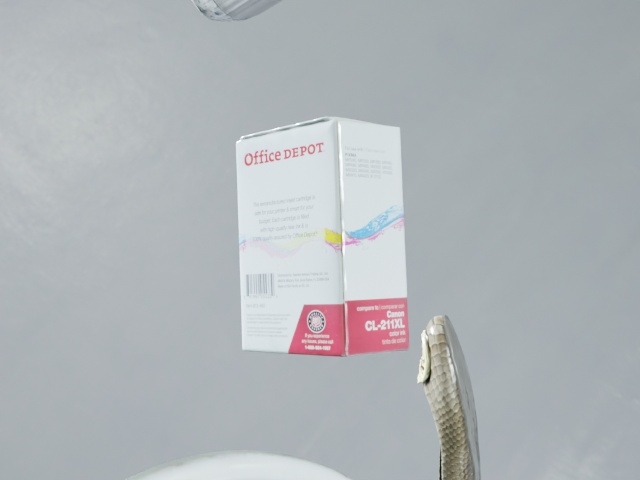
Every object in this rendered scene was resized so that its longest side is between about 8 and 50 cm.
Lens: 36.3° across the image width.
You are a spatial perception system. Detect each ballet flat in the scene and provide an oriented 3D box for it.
[{"bbox_3d":[0.109,0.185,0.846,0.058,0.250,0.084,-6,18,14],"label":"ballet flat"}]

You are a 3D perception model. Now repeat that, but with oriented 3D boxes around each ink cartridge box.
[{"bbox_3d":[0.000,0.000,0.766,0.127,0.072,0.175,-4,87,49],"label":"ink cartridge box"}]

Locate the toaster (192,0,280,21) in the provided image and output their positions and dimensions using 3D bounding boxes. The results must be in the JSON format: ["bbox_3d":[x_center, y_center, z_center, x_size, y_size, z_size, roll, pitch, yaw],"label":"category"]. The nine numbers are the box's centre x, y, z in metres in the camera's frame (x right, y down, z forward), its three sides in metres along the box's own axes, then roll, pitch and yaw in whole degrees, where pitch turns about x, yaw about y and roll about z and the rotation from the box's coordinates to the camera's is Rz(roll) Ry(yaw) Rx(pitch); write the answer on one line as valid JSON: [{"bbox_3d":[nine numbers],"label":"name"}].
[{"bbox_3d":[-0.057,-0.295,0.944,0.146,0.129,0.227,-31,10,19],"label":"toaster"}]

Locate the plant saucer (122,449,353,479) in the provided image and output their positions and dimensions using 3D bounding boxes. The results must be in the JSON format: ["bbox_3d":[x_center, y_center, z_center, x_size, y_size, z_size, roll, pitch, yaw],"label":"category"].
[{"bbox_3d":[-0.092,0.327,0.624,0.100,0.400,0.400,4,52,52],"label":"plant saucer"}]
